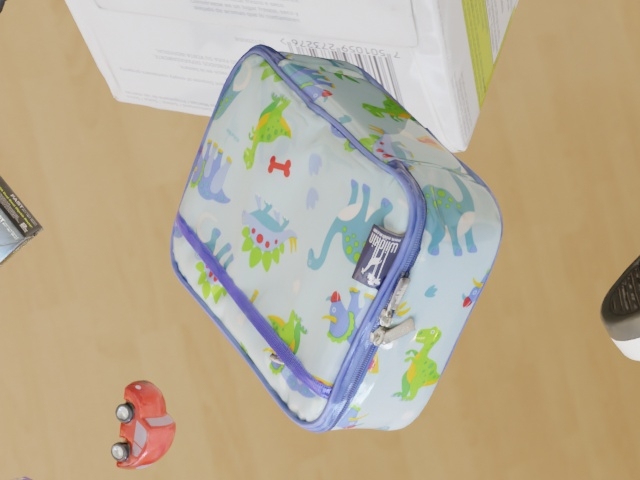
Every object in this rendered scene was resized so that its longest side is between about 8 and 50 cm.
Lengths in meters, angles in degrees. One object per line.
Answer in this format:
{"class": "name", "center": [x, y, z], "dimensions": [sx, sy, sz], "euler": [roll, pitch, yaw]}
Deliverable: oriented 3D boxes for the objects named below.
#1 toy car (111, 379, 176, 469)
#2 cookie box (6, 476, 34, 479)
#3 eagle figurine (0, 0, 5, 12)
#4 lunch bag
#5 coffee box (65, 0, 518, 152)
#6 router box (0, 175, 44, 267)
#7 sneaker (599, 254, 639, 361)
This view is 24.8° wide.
{"class": "toy car", "center": [-0.187, 0.300, 1.611], "dimensions": [0.239, 0.053, 0.225], "euler": [-66, 147, -22]}
{"class": "cookie box", "center": [-0.326, 0.319, 1.604], "dimensions": [0.040, 0.092, 0.107], "euler": [-9, 89, -21]}
{"class": "eagle figurine", "center": [-0.302, -0.361, 1.290], "dimensions": [0.225, 0.298, 0.226], "euler": [53, 39, 8]}
{"class": "lunch bag", "center": [0.000, 0.000, 0.865], "dimensions": [0.090, 0.219, 0.176], "euler": [5, 120, -37]}
{"class": "coffee box", "center": [-0.013, -0.320, 1.188], "dimensions": [0.338, 0.337, 0.334], "euler": [69, 37, -56]}
{"class": "router box", "center": [-0.377, -0.030, 1.601], "dimensions": [0.122, 0.092, 0.038], "euler": [50, 31, -3]}
{"class": "sneaker", "center": [0.298, 0.025, 0.691], "dimensions": [0.178, 0.295, 0.124], "euler": [58, 10, -12]}
